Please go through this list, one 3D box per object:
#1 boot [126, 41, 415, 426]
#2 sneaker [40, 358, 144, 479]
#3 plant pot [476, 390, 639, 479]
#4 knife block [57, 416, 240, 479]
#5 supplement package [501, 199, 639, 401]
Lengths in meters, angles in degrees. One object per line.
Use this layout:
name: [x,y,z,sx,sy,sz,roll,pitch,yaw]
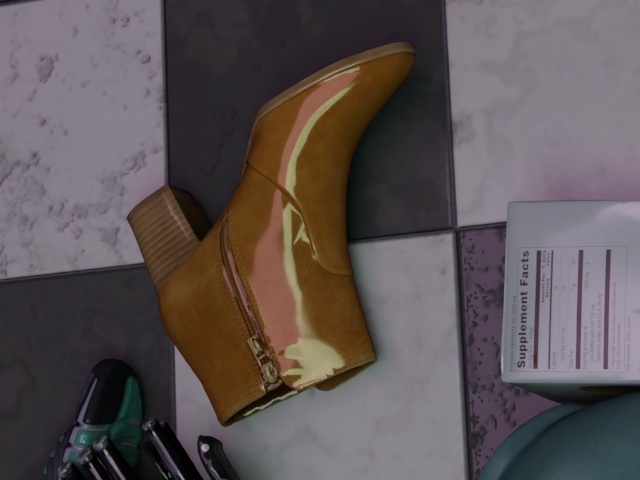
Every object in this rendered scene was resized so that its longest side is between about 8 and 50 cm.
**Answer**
boot: [-0.001,0.000,1.578,0.295,0.104,0.211,-35,75,18]
sneaker: [-0.213,0.202,1.630,0.098,0.083,0.223,7,82,30]
plant pot: [0.218,0.223,1.365,0.196,0.293,0.293,26,91,50]
knife block: [-0.104,0.280,1.529,0.242,0.088,0.275,10,85,5]
supplement package: [0.265,0.046,1.432,0.244,0.139,0.134,-1,79,23]
